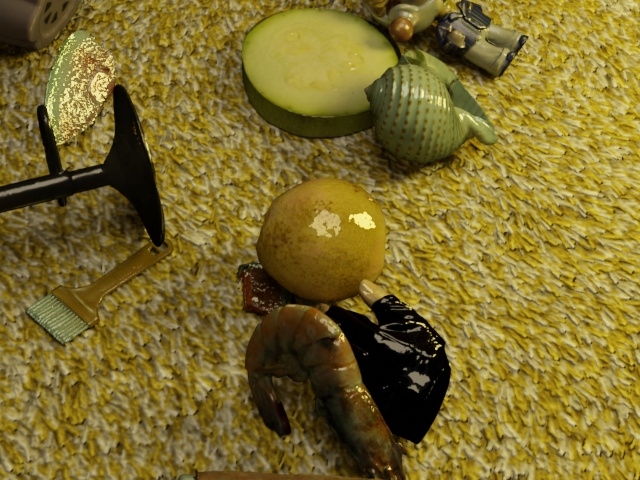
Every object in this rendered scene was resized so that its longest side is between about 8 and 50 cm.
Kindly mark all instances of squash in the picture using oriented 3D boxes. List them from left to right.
[{"bbox_3d":[0.003,-0.263,1.958,0.252,0.049,0.252,3,50,-3],"label":"squash"}]

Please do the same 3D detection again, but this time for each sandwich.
[{"bbox_3d":[-0.070,0.069,1.702,0.069,0.026,0.101,-8,54,-11],"label":"sandwich"}]

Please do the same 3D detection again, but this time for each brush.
[{"bbox_3d":[-0.284,0.057,1.707,0.082,0.010,0.218,39,58,24],"label":"brush"}]

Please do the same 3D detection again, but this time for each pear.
[{"bbox_3d":[0.000,0.000,1.673,0.178,0.178,0.178,2,52,-3],"label":"pear"}]

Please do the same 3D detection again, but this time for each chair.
[{"bbox_3d":[-0.422,-0.049,1.648,0.401,0.226,0.226,-16,55,-16],"label":"chair"}]

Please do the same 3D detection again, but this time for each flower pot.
[{"bbox_3d":[-0.493,-0.419,1.924,0.243,0.265,0.265,30,55,5],"label":"flower pot"}]

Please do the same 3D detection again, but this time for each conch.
[{"bbox_3d":[0.148,-0.178,1.847,0.200,0.131,0.172,38,21,-23],"label":"conch"}]

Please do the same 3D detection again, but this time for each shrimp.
[{"bbox_3d":[0.005,0.219,1.546,0.058,0.169,0.296,-22,83,-52],"label":"shrimp"}]

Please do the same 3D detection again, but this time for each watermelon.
[{"bbox_3d":[-0.365,-0.214,1.880,0.094,0.081,0.180,29,70,-2],"label":"watermelon"}]

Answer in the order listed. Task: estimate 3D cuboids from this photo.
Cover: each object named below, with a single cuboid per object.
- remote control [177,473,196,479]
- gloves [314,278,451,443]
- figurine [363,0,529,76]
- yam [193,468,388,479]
[{"bbox_3d":[-0.112,0.308,1.518,0.124,0.018,0.053,6,53,0],"label":"remote control"},{"bbox_3d":[0.065,0.141,1.589,0.203,0.164,0.124,25,15,25],"label":"gloves"},{"bbox_3d":[0.195,-0.366,2.006,0.274,0.133,0.194,15,66,-4],"label":"figurine"},{"bbox_3d":[-0.031,0.328,1.439,0.238,0.129,0.128,4,70,-4],"label":"yam"}]
